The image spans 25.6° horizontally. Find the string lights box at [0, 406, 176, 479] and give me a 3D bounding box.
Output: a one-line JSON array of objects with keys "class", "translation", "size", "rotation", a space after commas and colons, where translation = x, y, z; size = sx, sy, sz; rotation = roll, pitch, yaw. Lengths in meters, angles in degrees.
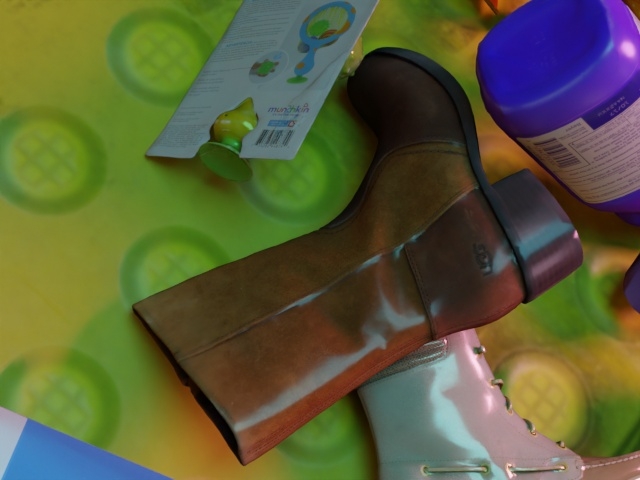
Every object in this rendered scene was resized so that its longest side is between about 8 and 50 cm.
[{"class": "string lights box", "translation": [-0.109, 0.191, 0.843], "size": [0.259, 0.133, 0.077], "rotation": [24, 60, -9]}]

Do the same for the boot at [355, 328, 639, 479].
[{"class": "boot", "translation": [0.130, 0.125, 0.998], "size": [0.213, 0.077, 0.165], "rotation": [-9, 70, -18]}]

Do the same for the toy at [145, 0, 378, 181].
[{"class": "toy", "translation": [-0.017, -0.136, 1.052], "size": [0.237, 0.136, 0.056], "rotation": [-59, 136, -31]}]

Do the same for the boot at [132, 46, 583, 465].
[{"class": "boot", "translation": [0.000, 0.000, 1.001], "size": [0.280, 0.096, 0.264], "rotation": [-28, 58, -10]}]

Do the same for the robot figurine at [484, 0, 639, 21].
[{"class": "robot figurine", "translation": [0.176, -0.227, 1.110], "size": [0.085, 0.211, 0.291], "rotation": [-32, 74, -18]}]

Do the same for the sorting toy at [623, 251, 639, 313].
[{"class": "sorting toy", "translation": [0.369, 0.148, 1.087], "size": [0.126, 0.127, 0.366], "rotation": [-12, 67, -56]}]

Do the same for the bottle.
[{"class": "bottle", "translation": [0.225, -0.079, 1.043], "size": [0.283, 0.118, 0.092], "rotation": [33, 36, -48]}]
